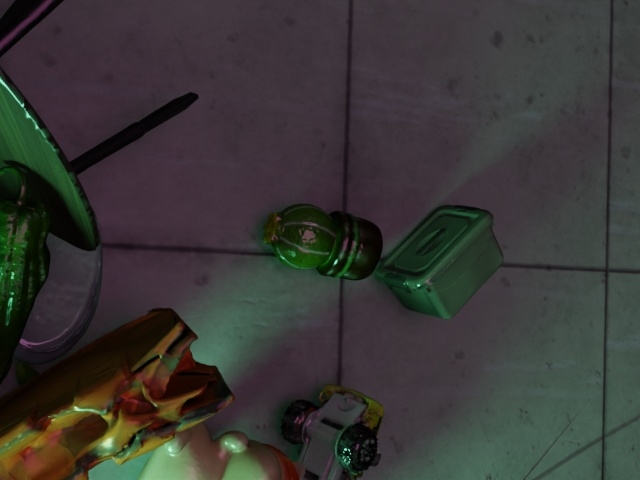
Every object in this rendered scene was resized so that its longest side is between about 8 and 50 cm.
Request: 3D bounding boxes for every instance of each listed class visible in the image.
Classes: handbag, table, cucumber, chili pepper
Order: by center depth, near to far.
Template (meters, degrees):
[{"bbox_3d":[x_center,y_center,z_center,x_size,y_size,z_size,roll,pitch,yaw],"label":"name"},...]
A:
[{"bbox_3d":[-0.300,0.216,1.043,0.410,0.303,0.116,-29,97,-10],"label":"handbag"},{"bbox_3d":[-0.342,0.050,1.068,0.074,0.100,0.257,13,112,-25],"label":"chili pepper"},{"bbox_3d":[-0.314,-0.205,1.116,0.317,0.317,0.249,47,61,-18],"label":"table"},{"bbox_3d":[-0.318,0.214,1.214,0.168,0.039,0.039,47,70,-15],"label":"cucumber"}]

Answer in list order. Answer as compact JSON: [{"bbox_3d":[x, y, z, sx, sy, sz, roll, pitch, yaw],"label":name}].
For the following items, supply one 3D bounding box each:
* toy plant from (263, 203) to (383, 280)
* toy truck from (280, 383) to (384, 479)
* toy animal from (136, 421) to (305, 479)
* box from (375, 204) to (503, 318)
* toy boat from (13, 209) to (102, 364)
[{"bbox_3d":[0.000,0.000,1.352,0.162,0.093,0.093,12,83,-23],"label":"toy plant"},{"bbox_3d":[-0.003,0.336,1.320,0.111,0.136,0.286,34,76,-51],"label":"toy truck"},{"bbox_3d":[-0.126,0.314,1.236,0.197,0.171,0.171,26,77,-11],"label":"toy animal"},{"bbox_3d":[0.180,0.035,1.430,0.172,0.124,0.093,-43,117,-20],"label":"box"},{"bbox_3d":[-0.337,0.048,1.199,0.134,0.079,0.208,7,74,-24],"label":"toy boat"}]
